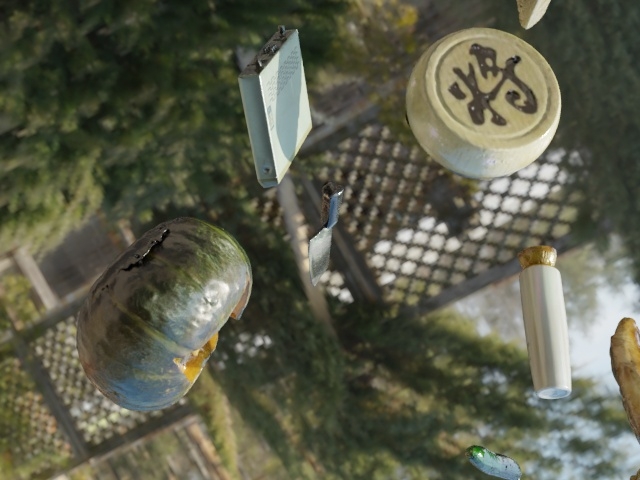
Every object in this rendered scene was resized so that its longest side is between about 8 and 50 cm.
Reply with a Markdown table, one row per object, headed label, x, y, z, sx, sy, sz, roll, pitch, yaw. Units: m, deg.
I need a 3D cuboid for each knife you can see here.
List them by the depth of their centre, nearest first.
| label | x | y | z | sx | sy | sz | roll | pitch | yaw |
| --- | --- | --- | --- | --- | --- | --- | --- | --- | --- |
| knife | 0.000 | 0.000 | 1.666 | 0.060 | 0.028 | 0.230 | -44 | 157 | -31 |

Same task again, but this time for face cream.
| label | x | y | z | sx | sy | sz | roll | pitch | yaw |
| --- | --- | --- | --- | --- | --- | --- | --- | --- | --- |
| face cream | 0.268 | 0.096 | 1.326 | 0.051 | 0.182 | 0.072 | -8 | 155 | 15 |

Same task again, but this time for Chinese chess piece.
| label | x | y | z | sx | sy | sz | roll | pitch | yaw |
| --- | --- | --- | --- | --- | --- | --- | --- | --- | --- |
| Chinese chess piece | 0.268 | -0.228 | 1.838 | 0.257 | 0.257 | 0.104 | -29 | 166 | -21 |

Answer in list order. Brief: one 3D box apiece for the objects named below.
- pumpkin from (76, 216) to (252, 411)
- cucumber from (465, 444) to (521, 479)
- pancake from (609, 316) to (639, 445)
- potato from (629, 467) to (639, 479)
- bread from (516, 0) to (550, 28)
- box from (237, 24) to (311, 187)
| label | x | y | z | sx | sy | sz | roll | pitch | yaw |
| --- | --- | --- | --- | --- | --- | --- | --- | --- | --- |
| pumpkin | -0.184 | 0.080 | 1.279 | 0.238 | 0.159 | 0.238 | -58 | 172 | -12 |
| cucumber | 0.236 | 0.305 | 1.524 | 0.036 | 0.033 | 0.184 | 12 | 169 | 33 |
| pancake | 0.459 | 0.232 | 1.568 | 0.056 | 0.257 | 0.212 | -24 | 168 | 16 |
| potato | 0.406 | 0.265 | 0.949 | 0.397 | 0.290 | 0.296 | -33 | 147 | 2 |
| bread | 0.350 | -0.450 | 1.878 | 0.077 | 0.105 | 0.152 | -39 | 160 | -36 |
| box | -0.073 | -0.229 | 1.841 | 0.045 | 0.210 | 0.270 | -3 | -154 | 14 |
